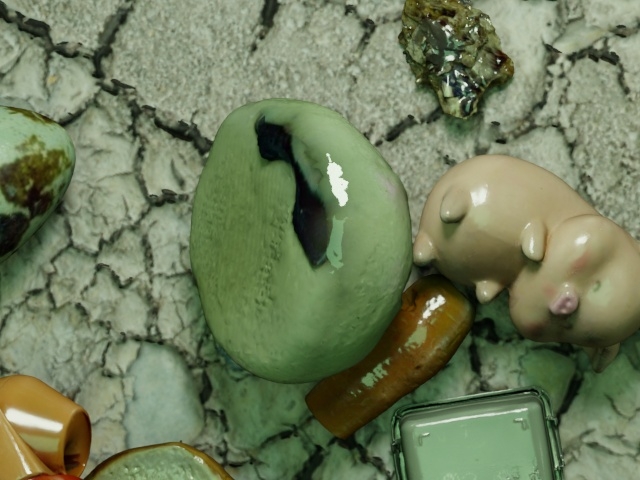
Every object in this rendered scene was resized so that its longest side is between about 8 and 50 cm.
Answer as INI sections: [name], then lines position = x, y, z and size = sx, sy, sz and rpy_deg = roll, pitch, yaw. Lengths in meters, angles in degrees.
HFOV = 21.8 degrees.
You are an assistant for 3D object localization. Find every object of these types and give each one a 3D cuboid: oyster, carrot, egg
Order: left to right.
[egg]
position = -0.358, -0.054, 1.691
size = 0.231, 0.169, 0.169
rpy_deg = -27, 85, -7
[carrot]
position = 0.074, 0.120, 1.681
size = 0.087, 0.087, 0.193
rpy_deg = 43, 92, 6
[oyster]
position = 0.130, -0.204, 1.706
size = 0.103, 0.051, 0.148
rpy_deg = -41, 74, -4

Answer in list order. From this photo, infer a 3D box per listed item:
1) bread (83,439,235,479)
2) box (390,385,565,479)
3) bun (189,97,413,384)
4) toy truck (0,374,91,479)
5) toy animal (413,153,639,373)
[bread]
position = -0.164, 0.321, 1.703
size = 0.236, 0.070, 0.236
rpy_deg = 0, 88, 5
[box]
position = 0.156, 0.216, 1.662
size = 0.172, 0.093, 0.124
rpy_deg = -11, 86, 5
[bun]
position = 0.000, 0.000, 1.632
size = 0.179, 0.283, 0.283
rpy_deg = -1, 87, -35
[toy truck]
position = -0.322, 0.270, 1.605
size = 0.265, 0.189, 0.239
rpy_deg = -29, 67, 2
[toy animal]
position = 0.215, 0.015, 1.638
size = 0.250, 0.154, 0.166
rpy_deg = 33, 135, -1
